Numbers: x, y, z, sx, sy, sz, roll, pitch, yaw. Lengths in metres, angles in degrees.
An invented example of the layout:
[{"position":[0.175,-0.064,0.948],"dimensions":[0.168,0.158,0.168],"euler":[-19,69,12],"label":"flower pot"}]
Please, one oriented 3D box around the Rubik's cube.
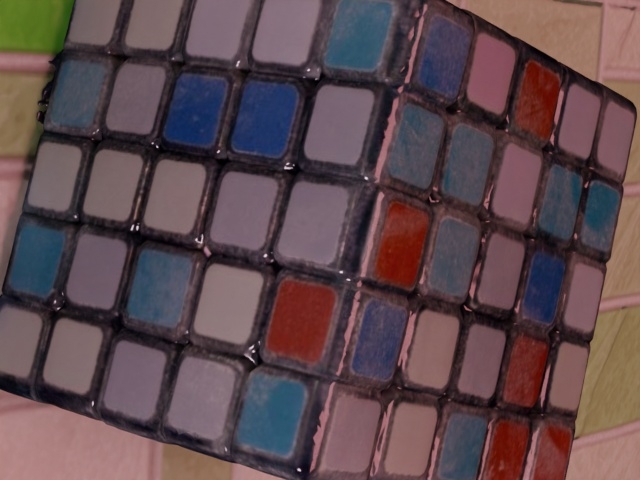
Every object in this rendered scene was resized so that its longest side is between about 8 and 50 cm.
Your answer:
[{"position":[0.000,0.000,1.042],"dimensions":[0.287,0.293,0.292],"euler":[17,83,-51],"label":"Rubik's cube"}]
